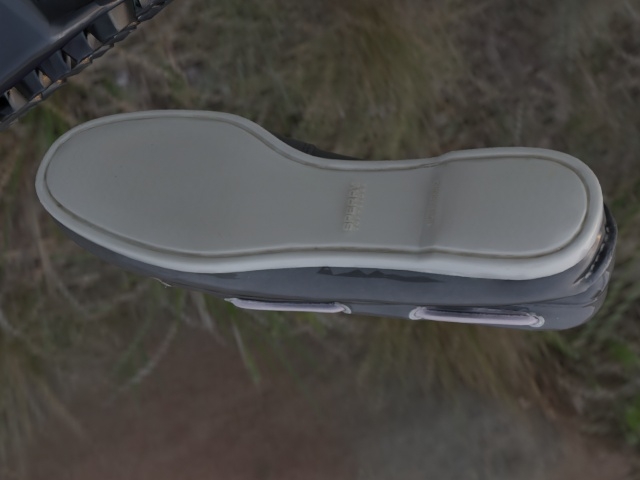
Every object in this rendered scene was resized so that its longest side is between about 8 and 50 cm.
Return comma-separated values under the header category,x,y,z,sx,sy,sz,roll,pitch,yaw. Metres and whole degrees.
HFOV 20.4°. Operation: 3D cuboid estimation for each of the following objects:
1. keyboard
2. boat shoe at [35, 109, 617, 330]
category,x,y,z,sx,sy,sz,roll,pitch,yaw
keyboard,-0.163,-0.009,0.569,0.317,0.033,0.201,-30,-177,44
boat shoe,0.000,0.000,1.002,0.335,0.112,0.095,6,146,20
